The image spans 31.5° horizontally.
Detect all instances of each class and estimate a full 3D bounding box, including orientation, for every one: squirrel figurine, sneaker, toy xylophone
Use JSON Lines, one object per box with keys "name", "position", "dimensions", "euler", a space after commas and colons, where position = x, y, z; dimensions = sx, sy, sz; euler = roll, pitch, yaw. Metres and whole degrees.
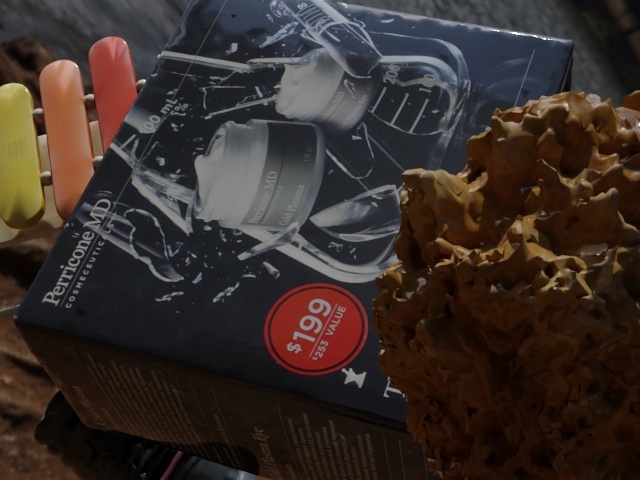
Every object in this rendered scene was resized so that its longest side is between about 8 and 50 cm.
{"name": "squirrel figurine", "position": [0.175, 0.120, 0.474], "dimensions": [0.397, 0.370, 0.281], "euler": [58, 8, 4]}
{"name": "sneaker", "position": [-0.169, 0.188, 0.995], "dimensions": [0.147, 0.104, 0.296], "euler": [45, -21, -19]}
{"name": "toy xylophone", "position": [-0.260, -0.048, 1.040], "dimensions": [0.081, 0.323, 0.236], "euler": [73, -6, -59]}

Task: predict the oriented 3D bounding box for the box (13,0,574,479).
{"name": "box", "position": [0.000, 0.000, 0.868], "dimensions": [0.179, 0.312, 0.343], "euler": [76, 31, -55]}
